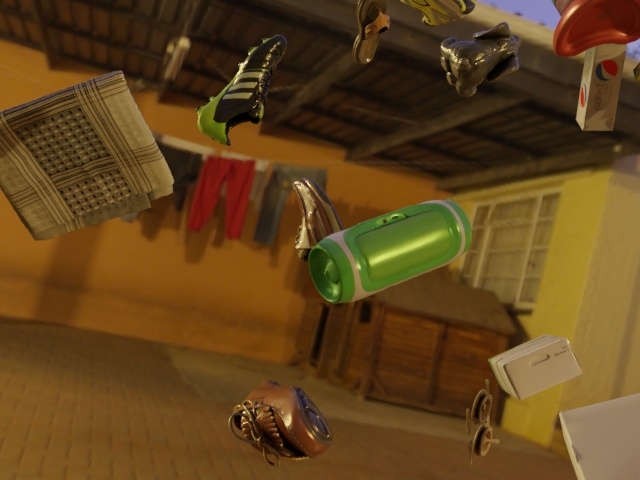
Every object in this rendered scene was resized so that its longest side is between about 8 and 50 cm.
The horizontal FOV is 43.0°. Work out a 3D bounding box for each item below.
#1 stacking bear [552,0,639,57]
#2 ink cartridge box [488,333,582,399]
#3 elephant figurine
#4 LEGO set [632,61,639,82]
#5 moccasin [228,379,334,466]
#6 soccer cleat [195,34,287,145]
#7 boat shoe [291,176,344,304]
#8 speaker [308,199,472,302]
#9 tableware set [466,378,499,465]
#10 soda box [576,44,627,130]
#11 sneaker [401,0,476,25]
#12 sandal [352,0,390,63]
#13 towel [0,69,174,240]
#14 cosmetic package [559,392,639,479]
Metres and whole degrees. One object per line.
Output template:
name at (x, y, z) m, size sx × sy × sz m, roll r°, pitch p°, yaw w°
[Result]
stacking bear at (0.489, -0.516, 1.510) m, size 0.176 × 0.288 × 0.164 m, roll -12°, pitch -25°, yaw 6°
ink cartridge box at (0.494, 0.291, 1.888) m, size 0.160 × 0.092 × 0.219 m, roll -24°, pitch -5°, yaw 2°
elephant figurine at (0.444, -0.492, 2.112) m, size 0.240 × 0.186 × 0.169 m, roll -23°, pitch -41°, yaw -1°
LEGO set at (0.837, -0.340, 1.665) m, size 0.255 × 0.331 × 0.192 m, roll -13°, pitch -30°, yaw -34°
moccasin at (-0.086, 0.340, 1.500) m, size 0.139 × 0.147 × 0.380 m, roll 58°, pitch -18°, yaw -12°
soccer cleat at (-0.097, -0.208, 1.132) m, size 0.072 × 0.179 × 0.060 m, roll 38°, pitch -8°, yaw 12°
boat shoe at (0.000, 0.000, 1.789) m, size 0.324 × 0.120 × 0.122 m, roll 61°, pitch -1°, yaw 33°
speaker at (0.130, 0.016, 1.482) m, size 0.297 × 0.131 × 0.131 m, roll -19°, pitch 11°, yaw -28°
tableware set at (0.403, 0.450, 1.984) m, size 0.039 × 0.194 × 0.128 m, roll 12°, pitch 36°, yaw 31°
soda box at (0.616, -0.352, 1.784) m, size 0.069 × 0.216 × 0.074 m, roll 1°, pitch 29°, yaw 3°
sneaker at (0.197, -0.657, 1.938) m, size 0.385 × 0.145 × 0.147 m, roll 44°, pitch -38°, yaw -17°
sandal at (0.126, -0.504, 1.927) m, size 0.090 × 0.219 × 0.060 m, roll -24°, pitch 56°, yaw -31°
towel at (-0.461, -0.142, 1.540) m, size 0.312 × 0.056 × 0.324 m, roll -21°, pitch -40°, yaw -4°
cosmetic package at (0.700, 0.418, 1.661) m, size 0.366 × 0.196 × 0.155 m, roll -16°, pitch -39°, yaw 11°
